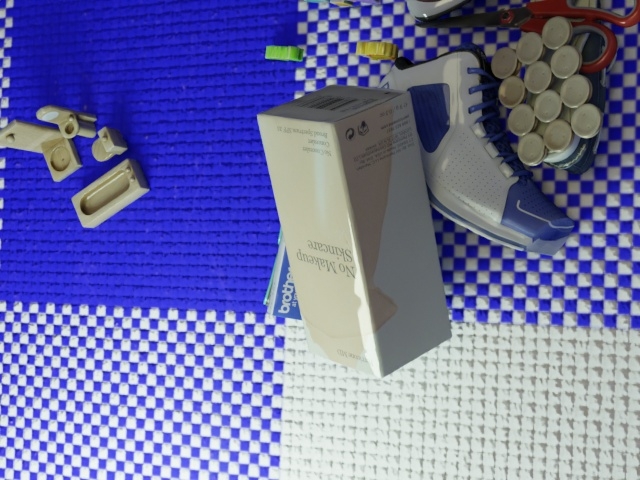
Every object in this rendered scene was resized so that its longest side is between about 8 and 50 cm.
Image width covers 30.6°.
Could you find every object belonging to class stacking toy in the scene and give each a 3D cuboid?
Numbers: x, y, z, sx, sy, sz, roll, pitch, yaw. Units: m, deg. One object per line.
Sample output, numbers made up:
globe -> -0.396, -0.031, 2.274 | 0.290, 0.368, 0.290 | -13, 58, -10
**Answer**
stacking toy -> 0.015, -0.317, 1.502 | 0.221, 0.052, 0.167 | 7, 92, 38

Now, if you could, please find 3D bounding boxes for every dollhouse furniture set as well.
dollhouse furniture set -> -0.356, -0.108, 1.656 | 0.144, 0.123, 0.151 | -31, 73, 22

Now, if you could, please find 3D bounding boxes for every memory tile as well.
memory tile -> 0.250, -0.165, 1.299 | 0.113, 0.012, 0.148 | -29, 66, 39

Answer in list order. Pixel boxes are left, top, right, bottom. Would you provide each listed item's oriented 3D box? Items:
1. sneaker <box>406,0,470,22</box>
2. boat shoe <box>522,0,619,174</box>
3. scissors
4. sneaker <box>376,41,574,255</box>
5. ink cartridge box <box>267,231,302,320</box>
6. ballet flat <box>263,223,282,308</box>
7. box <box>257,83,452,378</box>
sneaker -> 0.200, -0.385, 1.364 | 0.281, 0.106, 0.162 | -26, 101, 16
boat shoe -> 0.293, -0.201, 1.352 | 0.095, 0.079, 0.254 | -13, 66, 40
scissors -> 0.238, -0.267, 1.358 | 0.297, 0.021, 0.109 | 24, 92, 44
sneaker -> 0.176, -0.129, 1.383 | 0.315, 0.127, 0.182 | 37, 105, 26
ink cartridge box -> 0.000, 0.000, 1.484 | 0.097, 0.046, 0.207 | 11, 92, -11
ballet flat -> -0.034, 0.014, 1.531 | 0.052, 0.057, 0.168 | 12, 96, 0
box -> 0.043, -0.013, 1.357 | 0.148, 0.121, 0.311 | 12, 121, 50
